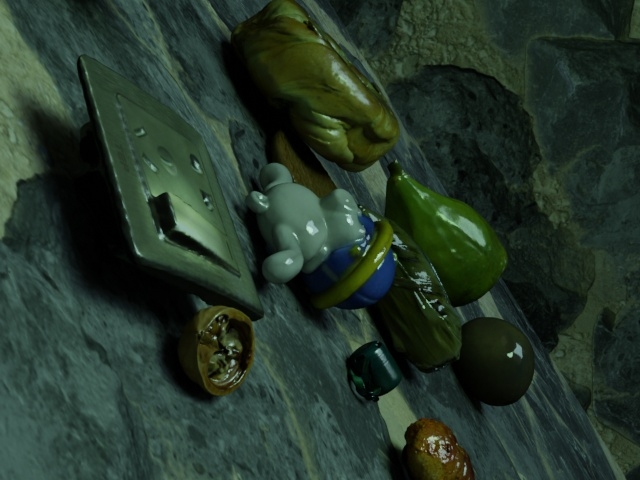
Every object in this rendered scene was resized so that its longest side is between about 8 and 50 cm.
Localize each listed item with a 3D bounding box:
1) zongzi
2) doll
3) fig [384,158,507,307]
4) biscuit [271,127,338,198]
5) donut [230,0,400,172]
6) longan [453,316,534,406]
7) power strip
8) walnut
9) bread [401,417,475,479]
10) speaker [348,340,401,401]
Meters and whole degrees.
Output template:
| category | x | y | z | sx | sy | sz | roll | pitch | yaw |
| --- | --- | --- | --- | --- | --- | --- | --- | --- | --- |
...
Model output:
| category | x | y | z | sx | sy | sz | roll | pitch | yaw |
| --- | --- | --- | --- | --- | --- | --- | --- | --- | --- |
| zongzi | 0.141 | 0.086 | 1.962 | 0.250 | 0.125 | 0.274 | 65 | 5 | 29 |
| doll | 0.009 | 0.006 | 1.654 | 0.242 | 0.160 | 0.311 | 58 | 18 | -13 |
| fig | 0.217 | -0.009 | 2.305 | 0.314 | 0.233 | 0.233 | 50 | 14 | 2 |
| biscuit | -0.011 | -0.077 | 1.999 | 0.262 | 0.037 | 0.262 | 54 | 15 | -22 |
| donut | -0.009 | -0.274 | 2.088 | 0.360 | 0.170 | 0.360 | 48 | 8 | -9 |
| longan | 0.353 | 0.245 | 2.373 | 0.189 | 0.189 | 0.189 | 54 | 15 | -22 |
| power strip | -0.175 | -0.040 | 1.238 | 0.257 | 0.092 | 0.251 | 36 | 25 | -60 |
| walnut | -0.116 | 0.112 | 1.210 | 0.121 | 0.052 | 0.091 | 42 | 62 | -59 |
| bread | 0.190 | 0.355 | 1.713 | 0.269 | 0.095 | 0.139 | 54 | 22 | -38 |
| speaker | 0.071 | 0.199 | 1.717 | 0.094 | 0.060 | 0.075 | -38 | 99 | -40 |
